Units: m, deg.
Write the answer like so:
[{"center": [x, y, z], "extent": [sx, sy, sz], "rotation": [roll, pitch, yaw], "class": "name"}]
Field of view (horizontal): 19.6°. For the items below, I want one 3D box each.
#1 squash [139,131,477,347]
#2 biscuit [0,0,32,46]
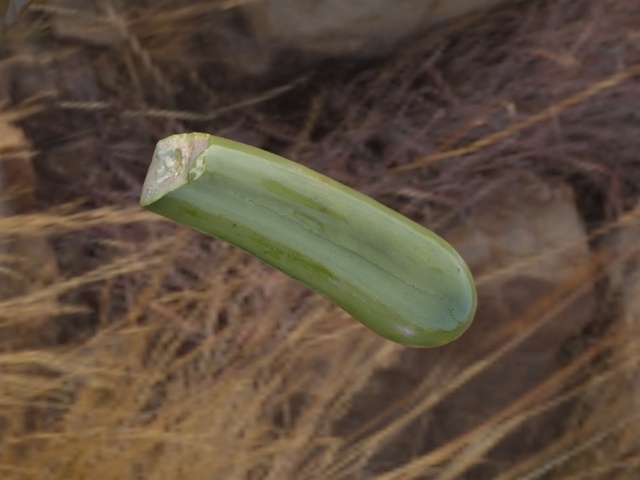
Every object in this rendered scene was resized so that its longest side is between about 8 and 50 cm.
[{"center": [0.000, 0.000, 1.260], "extent": [0.250, 0.083, 0.083], "rotation": [27, 66, -18], "class": "squash"}, {"center": [-0.050, -0.181, 0.550], "extent": [0.394, 0.368, 0.076], "rotation": [-34, 135, -7], "class": "biscuit"}]
